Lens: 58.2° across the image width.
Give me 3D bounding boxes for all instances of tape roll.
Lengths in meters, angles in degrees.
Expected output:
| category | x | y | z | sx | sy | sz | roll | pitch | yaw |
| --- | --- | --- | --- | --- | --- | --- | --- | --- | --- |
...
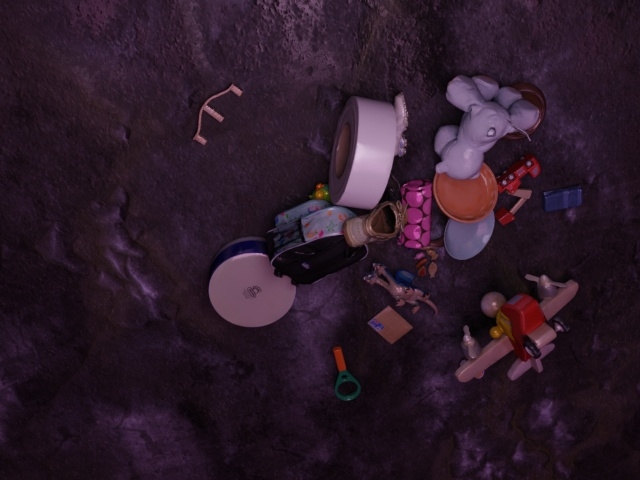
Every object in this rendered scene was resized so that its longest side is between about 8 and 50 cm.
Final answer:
| category | x | y | z | sx | sy | sz | roll | pitch | yaw |
| --- | --- | --- | --- | --- | --- | --- | --- | --- | --- |
| tape roll | 0.103 | -0.226 | 1.492 | 0.100 | 0.286 | 0.286 | 7 | 116 | -11 |

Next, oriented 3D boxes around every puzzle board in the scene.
| category | x | y | z | sx | sy | sz | roll | pitch | yaw |
| --- | --- | --- | --- | --- | --- | --- | --- | --- | --- |
| puzzle board | 0.233 | 0.281 | 1.920 | 0.096 | 0.011 | 0.128 | -41 | 113 | 15 |

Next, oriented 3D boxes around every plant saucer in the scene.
| category | x | y | z | sx | sy | sz | roll | pitch | yaw |
| --- | --- | --- | --- | --- | --- | --- | --- | --- | --- |
| plant saucer | 0.441 | -0.038 | 1.739 | 0.194 | 0.037 | 0.195 | -11 | 114 | -25 |
| plant saucer | 0.559 | -0.357 | 1.620 | 0.168 | 0.029 | 0.169 | -3 | 118 | -5 |
| plant saucer | 0.413 | -0.146 | 1.659 | 0.199 | 0.037 | 0.200 | 2 | 82 | -11 |

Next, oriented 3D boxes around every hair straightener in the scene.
| category | x | y | z | sx | sy | sz | roll | pitch | yaw |
| --- | --- | --- | --- | --- | --- | --- | --- | --- | --- |
| hair straightener | 0.190 | -0.101 | 1.700 | 0.088 | 0.047 | 0.231 | 9 | 111 | 2 |

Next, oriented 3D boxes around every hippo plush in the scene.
| category | x | y | z | sx | sy | sz | roll | pitch | yaw |
| --- | --- | --- | --- | --- | --- | --- | --- | --- | --- |
| hippo plush | 0.431 | -0.272 | 1.535 | 0.234 | 0.294 | 0.237 | 1 | 136 | -21 |

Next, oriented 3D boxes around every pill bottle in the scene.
| category | x | y | z | sx | sy | sz | roll | pitch | yaw |
| --- | --- | --- | --- | --- | --- | --- | --- | --- | --- |
| pill bottle | 0.531 | 0.449 | 2.021 | 0.083 | 0.043 | 0.043 | 31 | 110 | -20 |

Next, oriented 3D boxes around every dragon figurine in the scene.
| category | x | y | z | sx | sy | sz | roll | pitch | yaw |
| --- | --- | --- | --- | --- | --- | --- | --- | --- | --- |
| dragon figurine | 0.265 | 0.150 | 1.813 | 0.289 | 0.144 | 0.085 | 19 | 113 | -36 |

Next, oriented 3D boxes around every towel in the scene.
| category | x | y | z | sx | sy | sz | roll | pitch | yaw |
| --- | --- | --- | --- | --- | --- | --- | --- | --- | --- |
| towel | 0.738 | -0.126 | 1.758 | 0.119 | 0.029 | 0.067 | -12 | 117 | -1 |

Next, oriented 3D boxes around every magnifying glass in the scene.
| category | x | y | z | sx | sy | sz | roll | pitch | yaw |
| --- | --- | --- | --- | --- | --- | --- | --- | --- | --- |
| magnifying glass | 0.080 | 0.462 | 1.990 | 0.092 | 0.026 | 0.231 | -14 | 120 | 1 |

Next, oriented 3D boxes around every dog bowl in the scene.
| category | x | y | z | sx | sy | sz | roll | pitch | yaw |
| --- | --- | --- | --- | --- | --- | --- | --- | --- | --- |
| dog bowl | -0.205 | 0.127 | 1.738 | 0.264 | 0.104 | 0.265 | -3 | 118 | -5 |

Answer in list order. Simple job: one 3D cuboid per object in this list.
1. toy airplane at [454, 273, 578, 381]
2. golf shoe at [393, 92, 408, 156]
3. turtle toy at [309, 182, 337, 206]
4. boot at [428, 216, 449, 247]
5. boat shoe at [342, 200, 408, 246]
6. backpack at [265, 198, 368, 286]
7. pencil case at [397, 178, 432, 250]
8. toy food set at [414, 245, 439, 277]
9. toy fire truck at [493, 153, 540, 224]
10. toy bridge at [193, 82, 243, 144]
| category | x | y | z | sx | sy | sz | roll | pitch | yaw |
| --- | --- | --- | --- | --- | --- | --- | --- | --- | --- |
| toy airplane | 0.629 | 0.280 | 1.854 | 0.386 | 0.272 | 0.385 | -9 | 138 | -43 |
| golf shoe | 0.196 | -0.316 | 1.581 | 0.085 | 0.069 | 0.176 | 0 | 116 | 0 |
| turtle toy | 0.031 | -0.130 | 1.651 | 0.130 | 0.066 | 0.095 | 0 | 154 | -6 |
| boot | 0.382 | -0.036 | 1.758 | 0.106 | 0.037 | 0.114 | -6 | 122 | -18 |
| boat shoe | 0.172 | -0.047 | 1.549 | 0.089 | 0.285 | 0.105 | -16 | 97 | 39 |
| backpack | 0.000 | 0.000 | 1.614 | 0.253 | 0.191 | 0.225 | -20 | 148 | 23 |
| pencil case | 0.279 | -0.078 | 1.700 | 0.098 | 0.095 | 0.210 | 5 | 116 | 14 |
| toy food set | 0.332 | 0.064 | 1.817 | 0.077 | 0.019 | 0.122 | -1 | 125 | -6 |
| toy fire truck | 0.583 | -0.152 | 1.717 | 0.192 | 0.047 | 0.135 | -39 | 115 | 12 |
| toy bridge | -0.286 | -0.341 | 1.533 | 0.063 | 0.026 | 0.188 | 35 | 108 | -19 |
